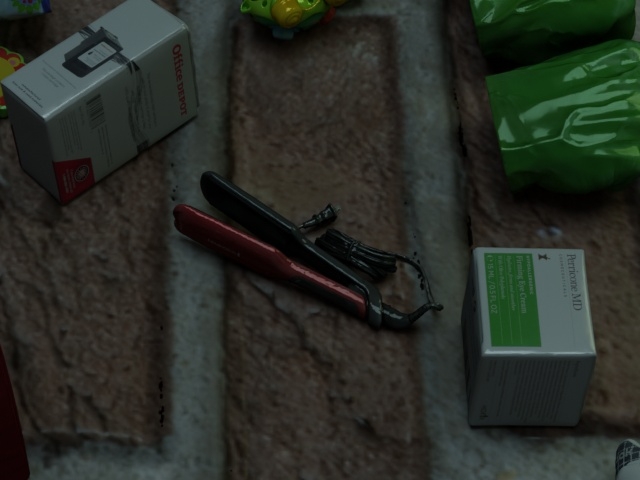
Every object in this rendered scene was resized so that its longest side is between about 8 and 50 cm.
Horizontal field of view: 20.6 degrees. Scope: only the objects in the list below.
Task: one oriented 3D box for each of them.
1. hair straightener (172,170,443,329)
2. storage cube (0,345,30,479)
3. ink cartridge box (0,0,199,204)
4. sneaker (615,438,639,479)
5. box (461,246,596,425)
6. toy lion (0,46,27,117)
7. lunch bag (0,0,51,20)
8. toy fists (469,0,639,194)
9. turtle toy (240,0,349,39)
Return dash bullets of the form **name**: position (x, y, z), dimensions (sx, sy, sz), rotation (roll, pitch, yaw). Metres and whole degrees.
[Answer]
- **hair straightener**: position (0.000, 0.000, 1.417), dimensions (0.230, 0.047, 0.089), rotation (24, 57, 16)
- **storage cube**: position (-0.334, 0.094, 1.254), dimensions (0.184, 0.193, 0.215), rotation (-24, 59, -18)
- **ink cartridge box**: position (-0.180, -0.118, 1.462), dimensions (0.150, 0.109, 0.063), rotation (-37, 59, -24)
- **sneaker**: position (0.332, 0.171, 1.279), dimensions (0.235, 0.090, 0.095), rotation (-4, 45, -6)
- **box**: position (0.155, 0.073, 1.332), dimensions (0.087, 0.102, 0.101), rotation (1, 53, -2)
- **toy lion**: position (-0.302, -0.131, 1.521), dimensions (0.096, 0.034, 0.100), rotation (23, 57, 6)
- **lunch bag**: position (-0.308, -0.242, 1.562), dimensions (0.129, 0.096, 0.151), rotation (-10, 25, -8)
- **toy fists**: position (0.211, -0.156, 1.506), dimensions (0.142, 0.096, 0.279), rotation (-13, 53, 9)
- **turtle toy**: position (-0.015, -0.225, 1.569), dimensions (0.130, 0.066, 0.095), rotation (-26, 58, -19)
